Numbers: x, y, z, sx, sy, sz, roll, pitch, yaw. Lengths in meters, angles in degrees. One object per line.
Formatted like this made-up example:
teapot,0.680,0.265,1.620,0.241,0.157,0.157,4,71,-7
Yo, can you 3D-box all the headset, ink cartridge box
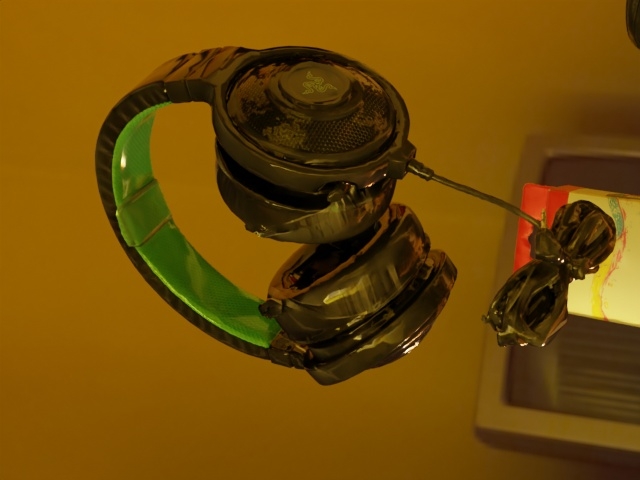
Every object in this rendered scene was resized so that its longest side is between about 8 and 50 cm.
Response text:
headset,0.000,0.000,0.852,0.185,0.394,0.243,-50,-49,-42
ink cartridge box,0.314,0.016,1.385,0.078,0.231,0.134,-12,-71,-64

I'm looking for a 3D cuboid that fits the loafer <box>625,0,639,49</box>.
loafer,0.313,-0.233,1.035,0.223,0.076,0.078,108,145,-46
